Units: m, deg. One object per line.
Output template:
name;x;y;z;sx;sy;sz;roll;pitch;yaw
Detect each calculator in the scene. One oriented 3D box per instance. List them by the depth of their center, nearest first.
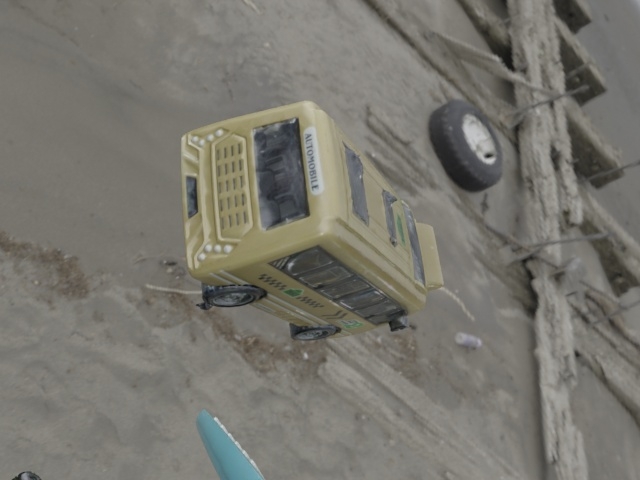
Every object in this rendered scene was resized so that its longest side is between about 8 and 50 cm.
calculator;-0.082;0.378;0.999;0.054;0.386;0.256;-34;111;-14

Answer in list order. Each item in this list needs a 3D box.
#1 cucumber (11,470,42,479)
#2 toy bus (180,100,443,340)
cucumber;-0.364;0.376;0.870;0.052;0.214;0.058;-15;115;-17
toy bus;0.000;0.000;0.807;0.365;0.201;0.177;36;43;-61
